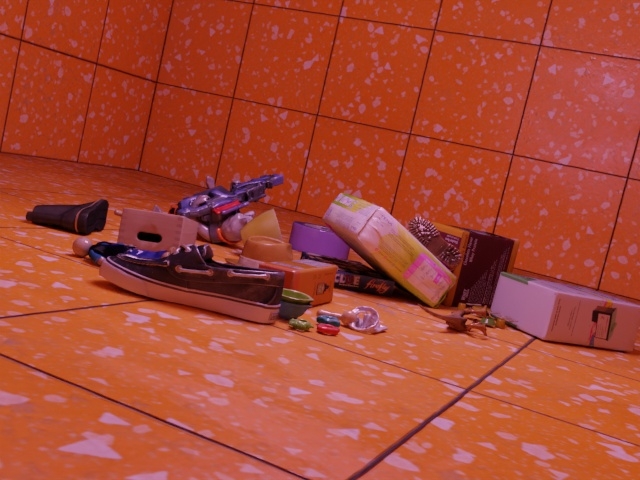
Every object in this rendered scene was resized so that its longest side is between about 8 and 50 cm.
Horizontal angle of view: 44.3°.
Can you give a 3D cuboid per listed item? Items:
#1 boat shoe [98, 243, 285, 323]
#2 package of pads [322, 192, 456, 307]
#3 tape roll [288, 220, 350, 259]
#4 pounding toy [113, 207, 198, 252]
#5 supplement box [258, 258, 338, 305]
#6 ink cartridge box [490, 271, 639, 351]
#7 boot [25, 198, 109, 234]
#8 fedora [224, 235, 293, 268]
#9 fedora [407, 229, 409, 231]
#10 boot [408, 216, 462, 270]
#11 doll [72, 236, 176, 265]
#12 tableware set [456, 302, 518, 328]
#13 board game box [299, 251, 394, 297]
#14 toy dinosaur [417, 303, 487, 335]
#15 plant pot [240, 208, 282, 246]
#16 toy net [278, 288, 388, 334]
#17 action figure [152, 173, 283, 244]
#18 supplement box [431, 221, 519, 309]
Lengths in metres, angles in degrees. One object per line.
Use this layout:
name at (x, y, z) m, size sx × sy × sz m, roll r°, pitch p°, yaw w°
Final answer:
boat shoe at (-0.207, 0.052, 1.282) m, size 0.301 × 0.102 × 0.108 m, roll 14°, pitch 6°, yaw 5°
package of pads at (0.162, 0.024, 1.864) m, size 0.296 × 0.101 × 0.229 m, roll 41°, pitch -5°, yaw -24°
tape roll at (0.000, 0.000, 2.402) m, size 0.189 × 0.080 × 0.189 m, roll 12°, pitch 6°, yaw -1°
pounding toy at (-0.355, -0.008, 1.649) m, size 0.181 × 0.094 × 0.206 m, roll 8°, pitch -4°, yaw 5°
supplement box at (-0.042, 0.082, 1.499) m, size 0.080 × 0.078 × 0.233 m, roll 12°, pitch 4°, yaw 22°
ink cartridge box at (0.576, 0.167, 1.843) m, size 0.278 × 0.117 × 0.201 m, roll 11°, pitch 6°, yaw -26°
boot at (-0.573, -0.065, 1.801) m, size 0.137 × 0.076 × 0.198 m, roll 8°, pitch 4°, yaw 0°
fedora at (-0.118, 0.035, 1.773) m, size 0.194 × 0.079 × 0.194 m, roll 13°, pitch 5°, yaw -1°
fedora at (0.231, 0.053, 2.137) m, size 0.244 × 0.124 × 0.275 m, roll 15°, pitch -6°, yaw -6°
boot at (0.268, 0.012, 1.873) m, size 0.158 × 0.059 × 0.084 m, roll 47°, pitch -6°, yaw 14°
doll at (-0.370, 0.025, 1.467) m, size 0.189 × 0.046 × 0.129 m, roll 7°, pitch 15°, yaw 3°
tableware set at (0.372, 0.174, 1.813) m, size 0.104 × 0.024 × 0.154 m, roll 6°, pitch 9°, yaw -27°
board game box at (0.059, 0.080, 1.916) m, size 0.165 × 0.042 × 0.243 m, roll 11°, pitch 6°, yaw -19°
toy dinosaur at (0.278, 0.163, 1.593) m, size 0.112 × 0.064 × 0.211 m, roll -4°, pitch -10°, yaw 21°
plant pot at (-0.147, -0.004, 1.960) m, size 0.095 × 0.134 × 0.134 m, roll -14°, pitch 9°, yaw -6°
toy net at (0.031, 0.128, 1.355) m, size 0.232 × 0.045 × 0.122 m, roll 10°, pitch 6°, yaw -31°
action figure at (-0.262, -0.080, 2.166) m, size 0.341 × 0.178 × 0.330 m, roll -19°, pitch 27°, yaw -29°
supplement box at (0.372, 0.067, 1.996) m, size 0.194 × 0.191 × 0.129 m, roll 9°, pitch 8°, yaw -31°
